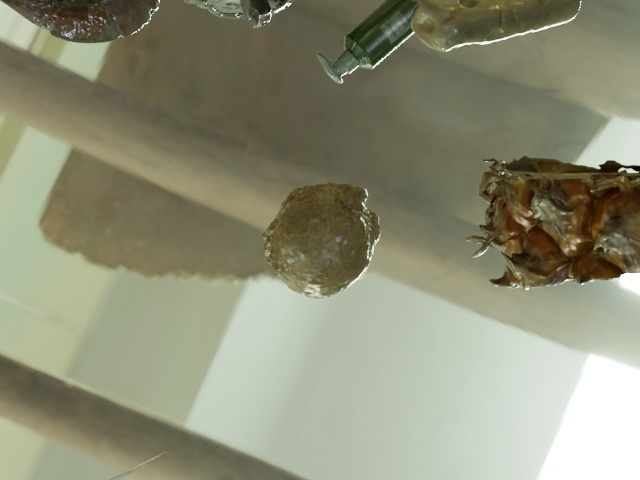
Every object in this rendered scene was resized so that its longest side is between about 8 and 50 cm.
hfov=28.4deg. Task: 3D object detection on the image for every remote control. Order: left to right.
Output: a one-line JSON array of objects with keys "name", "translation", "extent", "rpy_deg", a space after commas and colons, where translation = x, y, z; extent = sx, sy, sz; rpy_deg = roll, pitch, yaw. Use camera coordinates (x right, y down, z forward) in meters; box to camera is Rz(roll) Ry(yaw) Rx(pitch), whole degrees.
[{"name": "remote control", "translation": [-0.111, -0.354, 1.506], "extent": [0.028, 0.212, 0.059], "rpy_deg": [-23, 176, -19]}]

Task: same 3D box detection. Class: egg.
[{"name": "egg", "translation": [0.000, 0.000, 1.337], "extent": [0.118, 0.116, 0.140], "rpy_deg": [-32, 162, -35]}]

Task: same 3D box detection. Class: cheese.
[{"name": "cheese", "translation": [0.172, -0.221, 1.213], "extent": [0.065, 0.194, 0.043], "rpy_deg": [50, -39, 26]}]

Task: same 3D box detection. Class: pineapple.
[{"name": "pineapple", "translation": [0.224, -0.013, 1.010], "extent": [0.236, 0.186, 0.114], "rpy_deg": [-168, -110, -67]}]

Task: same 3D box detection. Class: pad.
[{"name": "pad", "translation": [-0.348, 0.377, 1.897], "extent": [0.232, 0.004, 0.156], "rpy_deg": [-29, 176, 37]}]

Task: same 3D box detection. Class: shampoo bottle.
[{"name": "shampoo bottle", "translation": [0.088, -0.293, 1.738], "extent": [0.204, 0.065, 0.065], "rpy_deg": [-41, -154, -6]}]

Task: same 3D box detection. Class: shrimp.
[{"name": "shrimp", "translation": [-0.239, -0.255, 1.031], "extent": [0.052, 0.251, 0.143], "rpy_deg": [-32, -146, 54]}]

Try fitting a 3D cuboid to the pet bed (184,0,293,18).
[{"name": "pet bed", "translation": [-0.106, -0.383, 1.710], "extent": [0.183, 0.211, 0.159], "rpy_deg": [-26, -100, 15]}]
